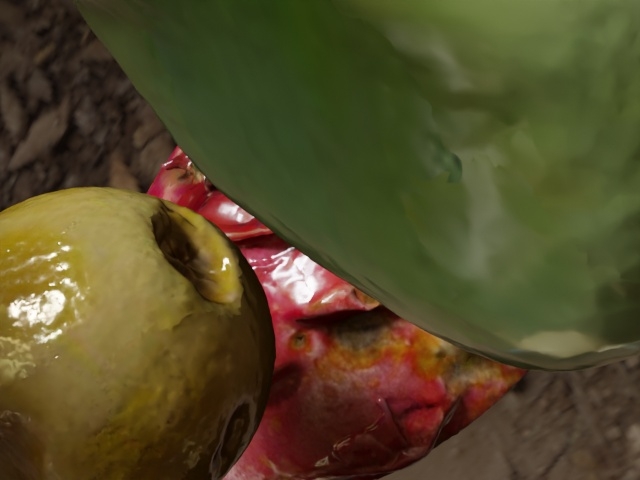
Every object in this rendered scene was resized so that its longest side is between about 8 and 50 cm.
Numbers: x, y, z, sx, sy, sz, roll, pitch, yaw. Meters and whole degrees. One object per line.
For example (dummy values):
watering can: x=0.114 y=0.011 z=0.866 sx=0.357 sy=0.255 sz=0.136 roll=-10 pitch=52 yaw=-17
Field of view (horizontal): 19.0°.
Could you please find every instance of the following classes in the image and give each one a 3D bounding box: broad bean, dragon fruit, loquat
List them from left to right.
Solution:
loquat: x=-0.134 y=0.072 z=1.138 sx=0.213 sy=0.213 sz=0.213 roll=7 pitch=68 yaw=-18
dragon fruit: x=0.000 y=0.000 z=1.409 sx=0.371 sy=0.386 sz=0.249 roll=-29 pitch=115 yaw=12
broad bean: x=0.004 y=-0.070 z=0.413 sx=0.228 sy=0.169 sz=0.100 roll=50 pitch=59 yaw=-14
